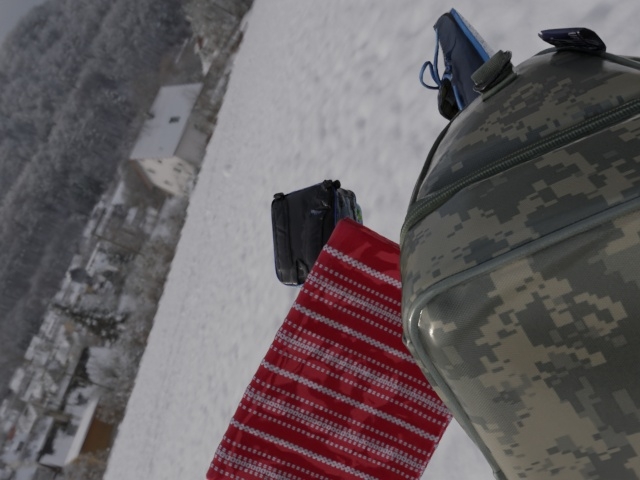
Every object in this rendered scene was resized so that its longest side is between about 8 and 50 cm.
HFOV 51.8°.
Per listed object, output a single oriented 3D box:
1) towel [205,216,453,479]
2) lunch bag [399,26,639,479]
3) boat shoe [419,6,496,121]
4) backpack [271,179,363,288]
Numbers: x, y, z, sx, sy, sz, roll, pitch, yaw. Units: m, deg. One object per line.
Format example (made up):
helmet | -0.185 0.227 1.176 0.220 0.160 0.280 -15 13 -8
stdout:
towel | 0.042 0.138 0.617 0.275 0.198 0.031 -62 12 -1
lunch bag | 0.196 0.033 0.443 0.212 0.305 0.256 -29 22 21
boat shoe | 0.162 -0.172 0.738 0.089 0.109 0.258 -40 36 27
backpack | 0.000 0.000 0.769 0.104 0.084 0.115 -12 72 38
